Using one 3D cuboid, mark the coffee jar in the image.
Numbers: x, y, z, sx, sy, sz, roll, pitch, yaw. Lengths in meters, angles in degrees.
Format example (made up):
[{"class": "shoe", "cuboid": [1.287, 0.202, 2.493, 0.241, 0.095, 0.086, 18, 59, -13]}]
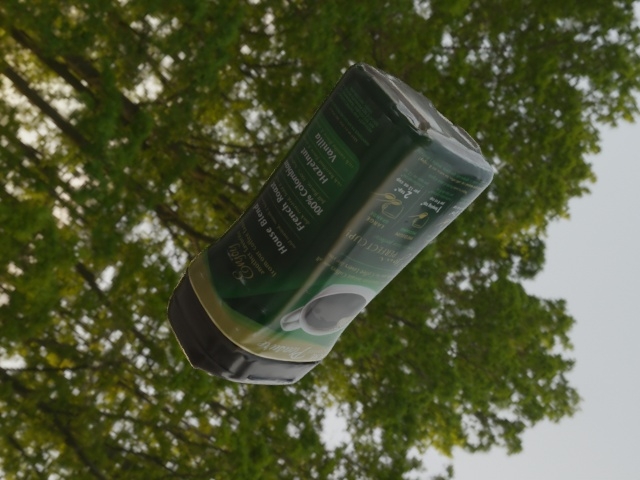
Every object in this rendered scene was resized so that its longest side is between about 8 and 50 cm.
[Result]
[{"class": "coffee jar", "cuboid": [0.000, 0.000, 0.423, 0.184, 0.096, 0.079, -49, -125, 19]}]
